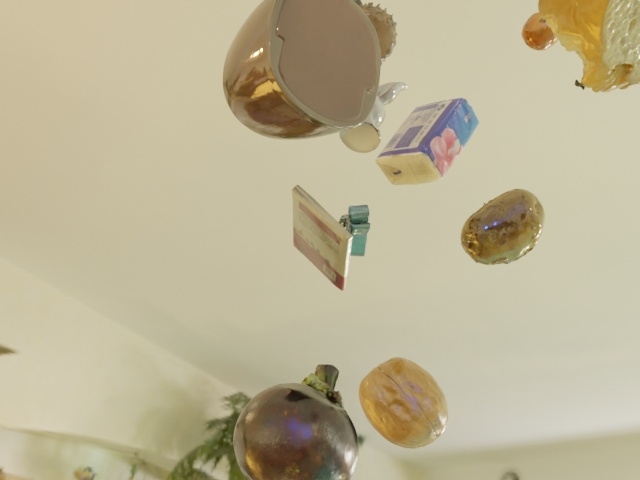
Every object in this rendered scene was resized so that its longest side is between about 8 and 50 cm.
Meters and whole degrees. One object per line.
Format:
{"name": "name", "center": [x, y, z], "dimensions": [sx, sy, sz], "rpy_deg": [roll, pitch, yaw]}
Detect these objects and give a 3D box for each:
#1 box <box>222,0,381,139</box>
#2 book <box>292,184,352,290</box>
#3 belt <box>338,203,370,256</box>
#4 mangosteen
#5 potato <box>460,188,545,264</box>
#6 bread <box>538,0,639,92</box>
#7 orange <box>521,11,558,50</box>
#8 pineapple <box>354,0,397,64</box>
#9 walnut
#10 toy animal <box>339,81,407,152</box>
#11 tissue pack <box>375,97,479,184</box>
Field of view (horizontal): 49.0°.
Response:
{"name": "box", "center": [-0.048, -0.341, 1.409], "dimensions": [0.301, 0.301, 0.216], "rpy_deg": [28, -26, -32]}
{"name": "book", "center": [0.000, 0.000, 1.465], "dimensions": [0.162, 0.022, 0.232], "rpy_deg": [42, -23, 20]}
{"name": "belt", "center": [0.077, -0.036, 1.504], "dimensions": [0.065, 0.100, 0.179], "rpy_deg": [-2, -25, -4]}
{"name": "mangosteen", "center": [-0.030, 0.333, 1.273], "dimensions": [0.231, 0.289, 0.231], "rpy_deg": [16, -38, 13]}
{"name": "potato", "center": [0.403, -0.040, 1.571], "dimensions": [0.200, 0.164, 0.081], "rpy_deg": [-37, -32, 1]}
{"name": "bread", "center": [0.380, -0.315, 0.952], "dimensions": [0.183, 0.224, 0.211], "rpy_deg": [18, -71, -25]}
{"name": "orange", "center": [0.478, -0.451, 1.517], "dimensions": [0.083, 0.084, 0.084], "rpy_deg": [7, -28, 3]}
{"name": "pineapple", "center": [0.098, -0.518, 1.707], "dimensions": [0.141, 0.310, 0.170], "rpy_deg": [-3, -67, -5]}
{"name": "walnut", "center": [0.178, 0.344, 1.483], "dimensions": [0.197, 0.165, 0.165], "rpy_deg": [43, -19, 21]}
{"name": "toy animal", "center": [0.116, -0.331, 1.696], "dimensions": [0.130, 0.221, 0.103], "rpy_deg": [36, -36, -20]}
{"name": "tissue pack", "center": [0.318, -0.287, 2.070], "dimensions": [0.209, 0.270, 0.137], "rpy_deg": [-1, -47, 46]}
